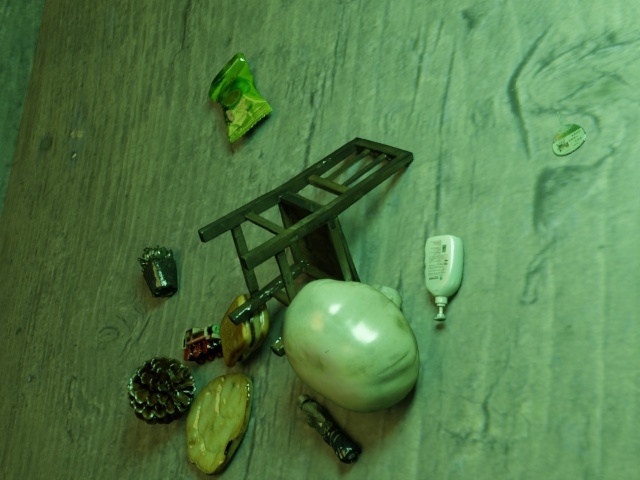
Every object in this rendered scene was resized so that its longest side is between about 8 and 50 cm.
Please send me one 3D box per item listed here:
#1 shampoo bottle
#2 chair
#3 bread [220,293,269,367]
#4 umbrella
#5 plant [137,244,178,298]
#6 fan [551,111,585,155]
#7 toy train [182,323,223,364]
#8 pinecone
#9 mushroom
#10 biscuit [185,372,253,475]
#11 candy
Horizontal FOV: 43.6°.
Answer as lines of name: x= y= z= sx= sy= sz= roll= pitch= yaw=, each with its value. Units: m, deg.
shampoo bottle: x=0.219 y=0.069 z=1.428 sx=0.077 sy=0.045 sz=0.152 roll=-11 pitch=67 yaw=43
chair: x=0.000 y=0.000 z=1.611 sx=0.203 sy=0.416 sz=0.240 roll=25 pitch=140 yaw=50
bread: x=-0.169 y=0.197 z=1.758 sx=0.200 sy=0.077 sz=0.116 roll=127 pitch=131 yaw=-57
umbrella: x=0.008 y=0.366 z=1.555 sx=0.188 sy=0.046 sz=0.050 roll=38 pitch=109 yaw=47
plant: x=-0.426 y=0.078 z=2.106 sx=0.092 sy=0.094 sz=0.143 roll=-47 pitch=50 yaw=41
fan: x=0.406 y=-0.174 z=1.338 sx=0.060 sy=0.003 sz=0.080 roll=-56 pitch=44 yaw=17
toy train: x=-0.278 y=0.244 z=1.914 sx=0.138 sy=0.050 sz=0.087 roll=-25 pitch=56 yaw=40
pinecone: x=-0.366 y=0.348 z=1.878 sx=0.165 sy=0.163 sz=0.163 roll=-32 pitch=54 yaw=53
mushroom: x=0.066 y=0.172 z=1.451 sx=0.254 sy=0.234 sz=0.260 roll=-7 pitch=116 yaw=41
biscuit: x=-0.227 y=0.407 z=1.811 sx=0.260 sy=0.041 sz=0.203 roll=-54 pitch=39 yaw=18
candy: x=-0.206 y=-0.354 z=2.032 sx=0.149 sy=0.069 sz=0.246 roll=-45 pitch=43 yaw=22
